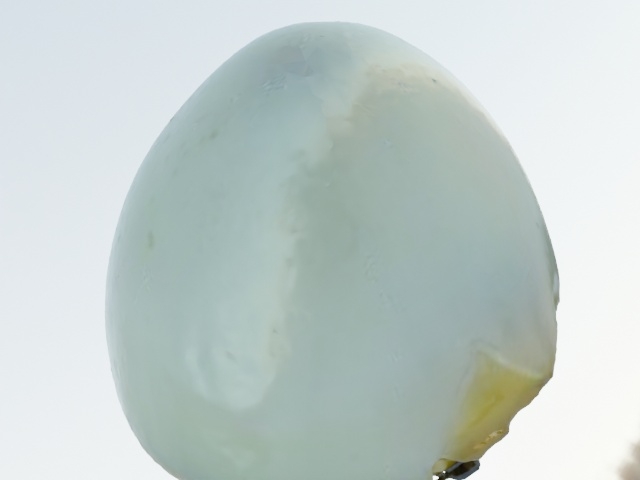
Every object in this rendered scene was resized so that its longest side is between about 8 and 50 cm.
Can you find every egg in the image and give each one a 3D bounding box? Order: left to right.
[{"bbox_3d":[-0.004,-0.001,0.837,0.174,0.264,0.286,76,-162,-49],"label":"egg"}]
